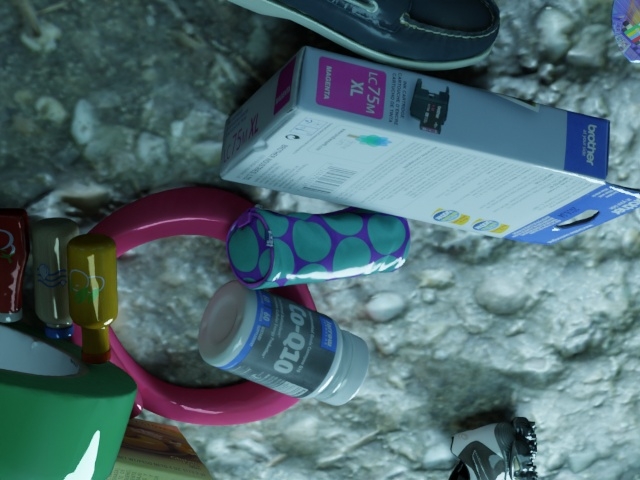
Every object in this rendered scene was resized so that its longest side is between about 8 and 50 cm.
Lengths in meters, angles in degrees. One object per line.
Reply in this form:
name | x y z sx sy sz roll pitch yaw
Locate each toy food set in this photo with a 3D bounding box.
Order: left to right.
toy food set | -0.280 0.038 1.422 0.232 0.111 0.104 0 108 -1

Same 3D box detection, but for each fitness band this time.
fitness band | -0.113 0.068 1.544 0.209 0.054 0.291 -18 134 5

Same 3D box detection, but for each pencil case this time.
pencil case | 0.000 0.000 1.453 0.152 0.070 0.064 -5 180 -35

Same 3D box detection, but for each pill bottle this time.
pill bottle | -0.030 0.091 1.493 0.137 0.078 0.078 24 125 -31

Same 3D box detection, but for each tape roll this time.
tape roll | -0.308 0.105 1.369 0.321 0.321 0.077 17 93 -23

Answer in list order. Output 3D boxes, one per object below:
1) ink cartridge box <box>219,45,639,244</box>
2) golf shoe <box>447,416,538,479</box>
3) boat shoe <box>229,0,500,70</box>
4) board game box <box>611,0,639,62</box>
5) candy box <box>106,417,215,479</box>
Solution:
ink cartridge box | 0.094 -0.068 1.383 0.311 0.065 0.186 14 161 -18
golf shoe | 0.177 0.255 1.758 0.094 0.077 0.198 -3 128 8
boat shoe | 0.026 -0.201 1.281 0.254 0.095 0.079 20 139 -14
board game box | 0.320 -0.184 1.381 0.169 0.033 0.133 1 133 -10
candy box | -0.268 0.194 1.528 0.316 0.183 0.087 13 95 -17
